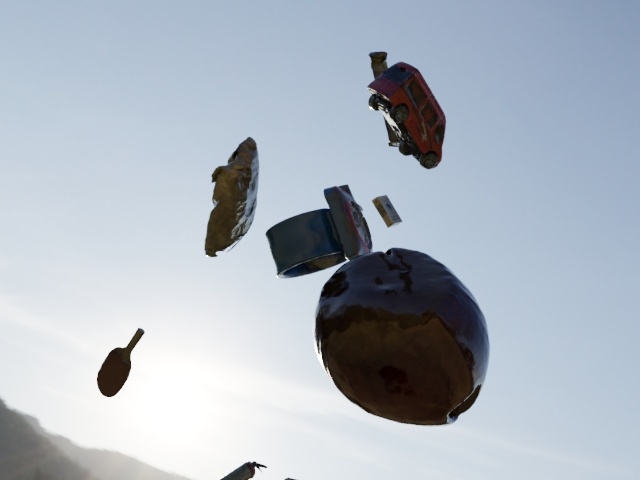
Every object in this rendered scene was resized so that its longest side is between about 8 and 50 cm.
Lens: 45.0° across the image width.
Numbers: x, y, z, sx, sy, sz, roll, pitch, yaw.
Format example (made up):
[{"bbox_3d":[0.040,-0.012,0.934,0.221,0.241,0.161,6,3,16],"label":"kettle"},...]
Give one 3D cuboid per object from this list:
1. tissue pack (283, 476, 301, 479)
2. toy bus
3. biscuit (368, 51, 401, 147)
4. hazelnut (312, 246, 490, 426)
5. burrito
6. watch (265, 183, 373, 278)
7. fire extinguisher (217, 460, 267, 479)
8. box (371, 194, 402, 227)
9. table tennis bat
[{"bbox_3d":[-0.040,0.690,2.022,0.103,0.090,0.170,42,0,39],"label":"tissue pack"},{"bbox_3d":[0.163,-0.213,1.350,0.195,0.089,0.081,50,-5,-40],"label":"toy bus"},{"bbox_3d":[0.162,-0.329,1.855,0.048,0.026,0.292,14,-35,28],"label":"biscuit"},{"bbox_3d":[0.167,0.223,1.733,0.429,0.402,0.402,38,-11,47],"label":"hazelnut"},{"bbox_3d":[-0.229,-0.112,2.067,0.107,0.175,0.348,37,-40,19],"label":"burrito"},{"bbox_3d":[0.000,0.000,2.138,0.274,0.242,0.305,-20,-14,11],"label":"watch"},{"bbox_3d":[-0.229,0.667,2.168,0.062,0.177,0.050,25,-57,35],"label":"fire extinguisher"},{"bbox_3d":[0.170,-0.075,1.972,0.024,0.054,0.083,-36,-102,33],"label":"box"},{"bbox_3d":[-0.598,0.361,2.311,0.131,0.234,0.022,40,9,40],"label":"table tennis bat"}]
